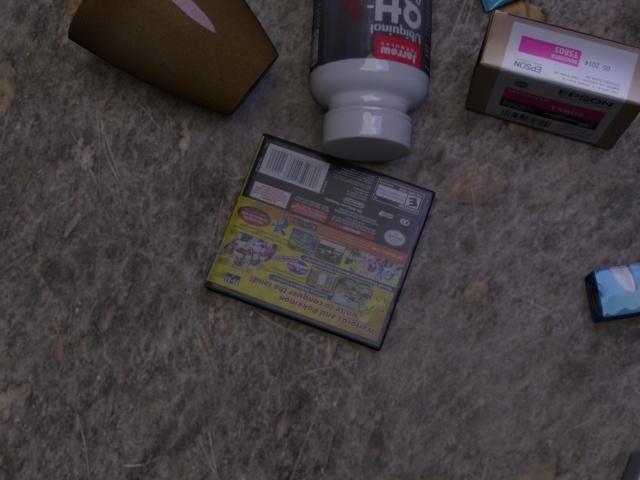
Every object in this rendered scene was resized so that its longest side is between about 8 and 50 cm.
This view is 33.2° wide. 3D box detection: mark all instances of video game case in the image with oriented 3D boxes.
[{"bbox_3d":[0.000,0.000,1.579,0.274,0.035,0.248,19,79,5],"label":"video game case"}]

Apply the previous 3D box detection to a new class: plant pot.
[{"bbox_3d":[-0.196,-0.307,1.573,0.254,0.237,0.237,39,82,-6],"label":"plant pot"}]

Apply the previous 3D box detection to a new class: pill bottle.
[{"bbox_3d":[0.073,-0.283,1.564,0.176,0.176,0.319,2,78,3],"label":"pill bottle"}]

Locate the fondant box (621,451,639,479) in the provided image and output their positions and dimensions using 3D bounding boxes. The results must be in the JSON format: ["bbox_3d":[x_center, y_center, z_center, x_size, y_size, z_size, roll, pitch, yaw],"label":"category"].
[{"bbox_3d":[0.541,0.456,1.432,0.330,0.096,0.238,23,80,5],"label":"fondant box"}]

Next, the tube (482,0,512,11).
[{"bbox_3d":[0.342,-0.418,1.652,0.207,0.052,0.080,-17,67,4],"label":"tube"}]

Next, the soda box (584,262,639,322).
[{"bbox_3d":[0.492,0.064,1.530,0.210,0.067,0.071,-9,78,0],"label":"soda box"}]

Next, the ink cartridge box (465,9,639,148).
[{"bbox_3d":[0.336,-0.226,1.533,0.234,0.193,0.088,16,79,6],"label":"ink cartridge box"}]
